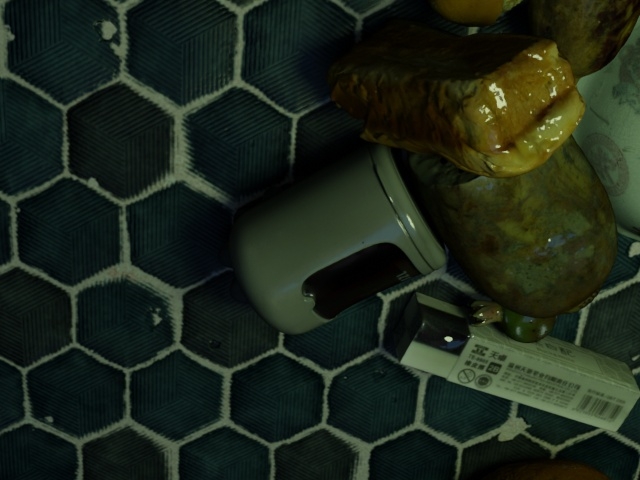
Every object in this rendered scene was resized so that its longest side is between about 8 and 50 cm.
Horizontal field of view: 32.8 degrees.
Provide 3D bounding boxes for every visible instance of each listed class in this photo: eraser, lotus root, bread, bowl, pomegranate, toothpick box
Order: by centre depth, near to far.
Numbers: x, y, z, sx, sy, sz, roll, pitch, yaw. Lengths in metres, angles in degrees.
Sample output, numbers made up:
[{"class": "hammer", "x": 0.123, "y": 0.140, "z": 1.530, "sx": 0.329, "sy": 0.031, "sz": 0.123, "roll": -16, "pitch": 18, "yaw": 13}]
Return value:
[{"class": "bread", "x": 0.172, "y": -0.188, "z": 1.422, "sx": 0.195, "sy": 0.344, "sz": 0.149, "roll": -35, "pitch": 121, "yaw": -21}, {"class": "lotus root", "x": 0.361, "y": -0.329, "z": 1.465, "sx": 0.169, "sy": 0.141, "sz": 0.314, "roll": -26, "pitch": 134, "yaw": -37}, {"class": "bowl", "x": 0.580, "y": -0.140, "z": 1.567, "sx": 0.435, "sy": 0.196, "sz": 0.435, "roll": -2, "pitch": 119, "yaw": -4}, {"class": "lotus root", "x": 0.289, "y": -0.042, "z": 1.568, "sx": 0.250, "sy": 0.250, "sz": 0.346, "roll": -33, "pitch": 121, "yaw": 13}, {"class": "toothpick box", "x": 0.000, "y": 0.000, "z": 1.599, "sx": 0.316, "sy": 0.229, "sz": 0.229, "roll": -27, "pitch": 117, "yaw": 12}, {"class": "pomegranate", "x": 0.304, "y": 0.109, "z": 1.723, "sx": 0.142, "sy": 0.114, "sz": 0.114, "roll": -8, "pitch": 119, "yaw": -11}, {"class": "eraser", "x": 0.322, "y": 0.203, "z": 1.789, "sx": 0.404, "sy": 0.096, "sz": 0.098, "roll": 19, "pitch": 116, "yaw": -14}]

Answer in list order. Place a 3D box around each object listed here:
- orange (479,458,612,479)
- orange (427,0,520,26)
[{"class": "orange", "x": 0.376, "y": 0.538, "z": 1.857, "sx": 0.357, "sy": 0.322, "sz": 0.322, "roll": -21, "pitch": 118, "yaw": 16}, {"class": "orange", "x": 0.204, "y": -0.357, "z": 1.448, "sx": 0.156, "sy": 0.156, "sz": 0.134, "roll": 14, "pitch": 159, "yaw": -12}]
